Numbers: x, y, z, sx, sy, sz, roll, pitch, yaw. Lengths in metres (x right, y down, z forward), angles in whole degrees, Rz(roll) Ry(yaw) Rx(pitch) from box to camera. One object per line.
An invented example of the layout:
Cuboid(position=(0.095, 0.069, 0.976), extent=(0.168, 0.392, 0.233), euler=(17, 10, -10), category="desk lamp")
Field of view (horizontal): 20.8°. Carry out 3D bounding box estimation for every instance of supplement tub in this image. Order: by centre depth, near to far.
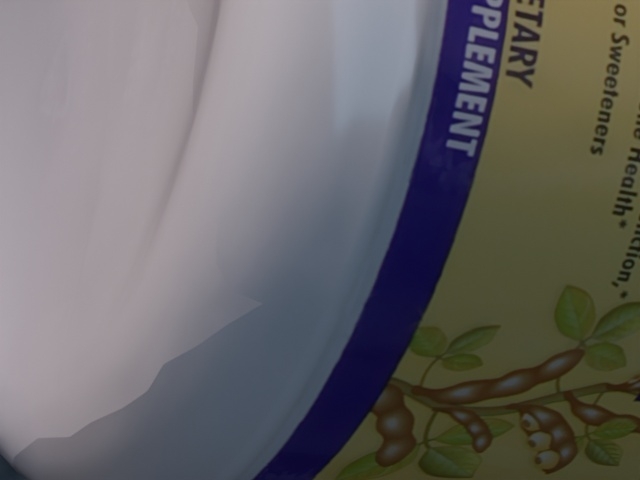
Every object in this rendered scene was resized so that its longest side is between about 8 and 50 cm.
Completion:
Cuboid(position=(0.082, -0.032, 0.496), extent=(0.331, 0.241, 0.241), euler=(8, 87, -27), category="supplement tub")
